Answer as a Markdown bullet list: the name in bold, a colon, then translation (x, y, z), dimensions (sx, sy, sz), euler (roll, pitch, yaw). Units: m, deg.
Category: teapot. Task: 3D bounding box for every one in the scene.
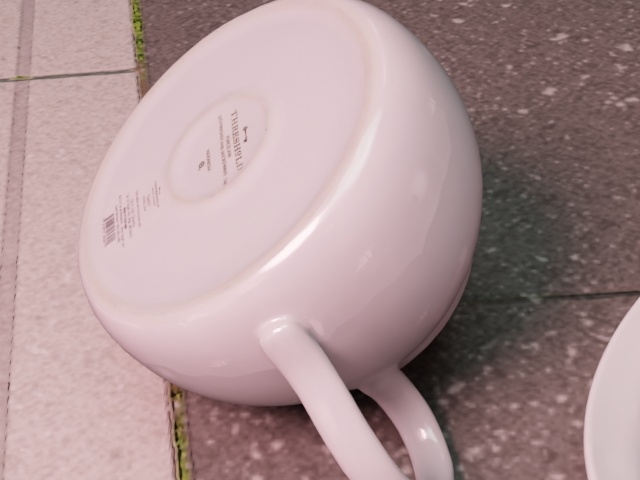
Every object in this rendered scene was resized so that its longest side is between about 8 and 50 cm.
- **teapot**: translation (0.000, 0.000, 0.610), dimensions (0.252, 0.187, 0.256), euler (10, 65, 47)

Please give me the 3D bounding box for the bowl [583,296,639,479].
- **bowl**: translation (0.276, 0.096, 0.448), dimensions (0.298, 0.134, 0.298), euler (-24, 29, 14)
